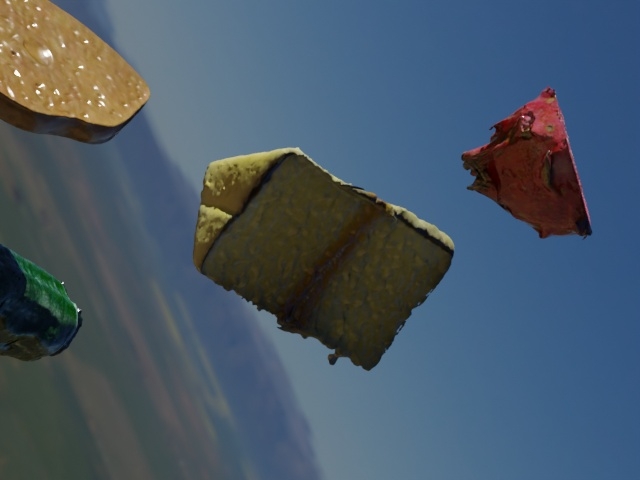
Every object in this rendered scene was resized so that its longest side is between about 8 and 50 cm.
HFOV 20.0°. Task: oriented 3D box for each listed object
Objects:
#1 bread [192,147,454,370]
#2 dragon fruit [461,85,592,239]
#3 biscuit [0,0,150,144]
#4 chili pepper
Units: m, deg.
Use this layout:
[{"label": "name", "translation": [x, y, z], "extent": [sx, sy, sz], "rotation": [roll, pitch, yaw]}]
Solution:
[{"label": "bread", "translation": [0.000, 0.000, 1.915], "extent": [0.266, 0.178, 0.142], "rotation": [31, 26, -36]}, {"label": "dragon fruit", "translation": [0.194, -0.058, 1.731], "extent": [0.153, 0.111, 0.153], "rotation": [-17, 90, -79]}, {"label": "biscuit", "translation": [-0.209, -0.128, 1.289], "extent": [0.221, 0.029, 0.142], "rotation": [5, 48, -54]}, {"label": "chili pepper", "translation": [-0.285, 0.024, 1.350], "extent": [0.136, 0.099, 0.270], "rotation": [26, -7, 16]}]
